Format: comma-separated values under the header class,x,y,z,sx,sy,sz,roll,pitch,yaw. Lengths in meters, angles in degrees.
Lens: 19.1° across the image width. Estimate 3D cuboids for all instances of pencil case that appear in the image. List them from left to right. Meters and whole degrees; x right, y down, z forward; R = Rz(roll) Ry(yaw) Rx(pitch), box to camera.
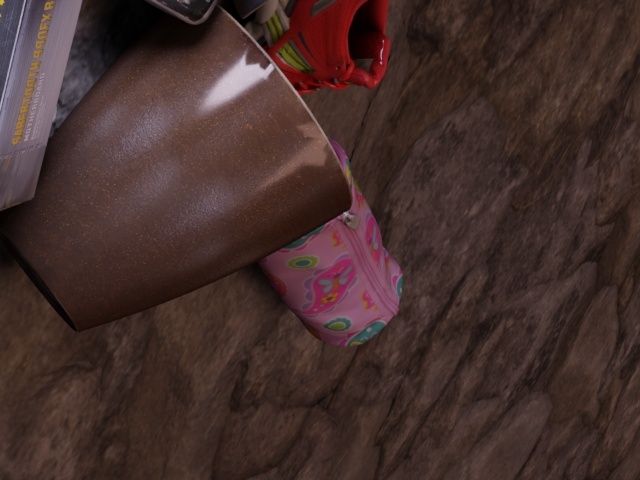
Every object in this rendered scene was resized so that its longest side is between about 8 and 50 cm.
class,x,y,z,sx,sy,sz,roll,pitch,yaw
pencil case,0.000,0.000,1.815,0.124,0.124,0.284,-53,154,-14

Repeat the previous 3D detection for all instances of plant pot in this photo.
class,x,y,z,sx,sy,sz,roll,pitch,yaw
plant pot,-0.131,-0.040,1.480,0.230,0.215,0.215,-38,149,-10

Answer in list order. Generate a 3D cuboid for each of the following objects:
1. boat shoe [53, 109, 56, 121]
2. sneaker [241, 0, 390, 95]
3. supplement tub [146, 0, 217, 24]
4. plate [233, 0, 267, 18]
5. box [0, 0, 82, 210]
class,x,y,z,sx,sy,sz,roll,pitch,yaw
boat shoe,-0.287,-0.048,1.262,0.320,0.118,0.103,-46,147,-40
sneaker,-0.005,-0.157,1.600,0.107,0.118,0.279,-41,169,-45
supplement tub,-0.093,-0.263,1.383,0.190,0.117,0.117,-62,154,3
plate,0.016,-0.318,1.438,0.278,0.045,0.277,-64,-168,-12
box,-0.248,-0.146,1.097,0.056,0.231,0.183,-22,136,-56
